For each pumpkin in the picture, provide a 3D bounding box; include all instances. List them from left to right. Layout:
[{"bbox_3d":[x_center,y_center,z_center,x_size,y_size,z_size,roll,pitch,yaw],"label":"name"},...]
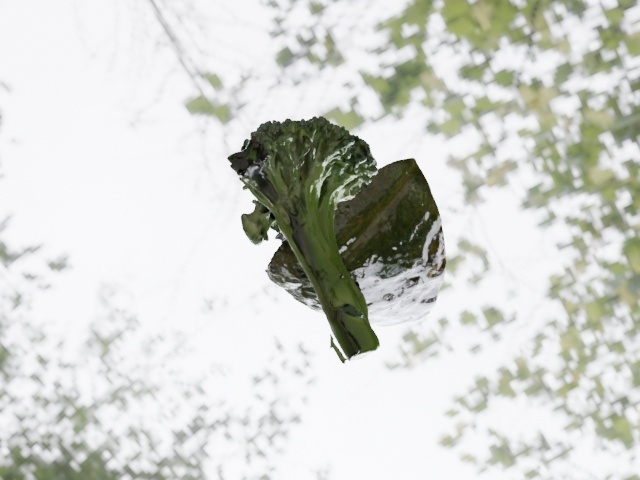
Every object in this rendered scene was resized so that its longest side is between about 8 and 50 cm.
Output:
[{"bbox_3d":[0.030,0.043,1.662,0.163,0.278,0.111,-25,-109,-21],"label":"pumpkin"}]

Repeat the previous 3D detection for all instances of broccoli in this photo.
[{"bbox_3d":[0.000,-0.001,1.301,0.122,0.118,0.204,-19,-106,4],"label":"broccoli"}]
